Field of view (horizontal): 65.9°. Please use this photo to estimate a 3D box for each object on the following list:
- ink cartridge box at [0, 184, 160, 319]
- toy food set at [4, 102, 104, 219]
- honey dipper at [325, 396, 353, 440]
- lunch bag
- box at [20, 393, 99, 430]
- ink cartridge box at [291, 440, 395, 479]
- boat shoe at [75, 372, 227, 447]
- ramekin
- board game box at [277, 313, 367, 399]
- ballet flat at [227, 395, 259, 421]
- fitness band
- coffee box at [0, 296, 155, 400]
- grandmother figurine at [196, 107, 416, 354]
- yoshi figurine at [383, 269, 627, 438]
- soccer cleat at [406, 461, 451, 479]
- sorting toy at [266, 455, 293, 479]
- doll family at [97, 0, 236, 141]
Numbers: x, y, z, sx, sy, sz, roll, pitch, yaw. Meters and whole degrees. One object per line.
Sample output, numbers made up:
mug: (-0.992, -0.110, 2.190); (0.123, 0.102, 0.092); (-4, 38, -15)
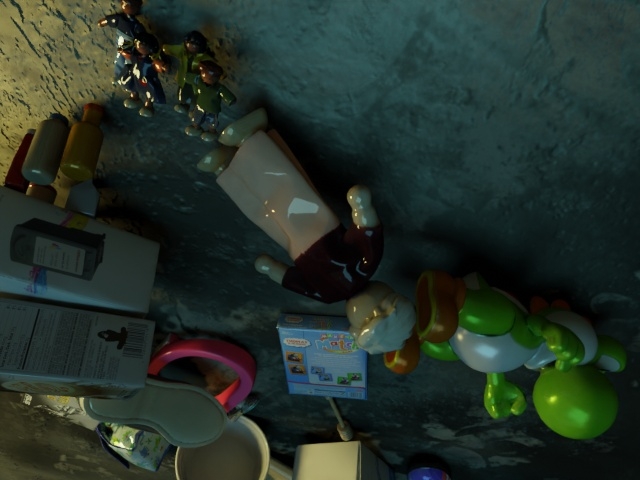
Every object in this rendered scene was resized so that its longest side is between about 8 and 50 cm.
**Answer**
ink cartridge box: (-0.429, 0.041, 0.714); (0.306, 0.131, 0.226); (24, 144, -38)
toy food set: (-0.368, -0.096, 0.701); (0.111, 0.105, 0.232); (13, 152, -20)
honey dipper: (0.037, 0.382, 1.075); (0.030, 0.030, 0.161); (-9, 128, 17)
lunch bag: (-0.479, 0.507, 1.241); (0.151, 0.096, 0.129); (4, 136, 26)
box: (-0.566, 0.337, 1.123); (0.183, 0.056, 0.231); (29, 130, -15)
ink cartridge box: (0.059, 0.592, 1.146); (0.171, 0.168, 0.233); (-15, 135, 22)
boat shoe: (-0.322, 0.317, 0.956); (0.096, 0.117, 0.324); (5, 158, 44)
ramekin: (-0.222, 0.510, 1.124); (0.207, 0.207, 0.109); (15, 141, -3)
board game box: (0.010, 0.224, 0.933); (0.160, 0.039, 0.212); (3, 132, 8)
ballet flat: (-0.179, 0.369, 1.097); (0.041, 0.041, 0.114); (31, 128, -17)
fitness band: (-0.257, 0.288, 1.028); (0.209, 0.054, 0.291); (30, 131, -16)
coffee box: (-0.372, 0.153, 0.679); (0.246, 0.098, 0.141); (14, 149, -25)
grandmother figurine: (0.000, 0.000, 0.620); (0.342, 0.104, 0.208); (51, 140, -3)
yoshi figurine: (0.282, 0.177, 0.695); (0.362, 0.203, 0.203); (15, 98, -14)
soccer cleat: (0.268, 0.655, 1.217); (0.108, 0.116, 0.318); (0, 131, 10)
sorting toy: (-0.103, 0.671, 1.304); (0.307, 0.041, 0.229); (30, 130, 2)
doll family: (-0.177, -0.202, 0.562); (0.192, 0.076, 0.111); (20, 135, 0)
